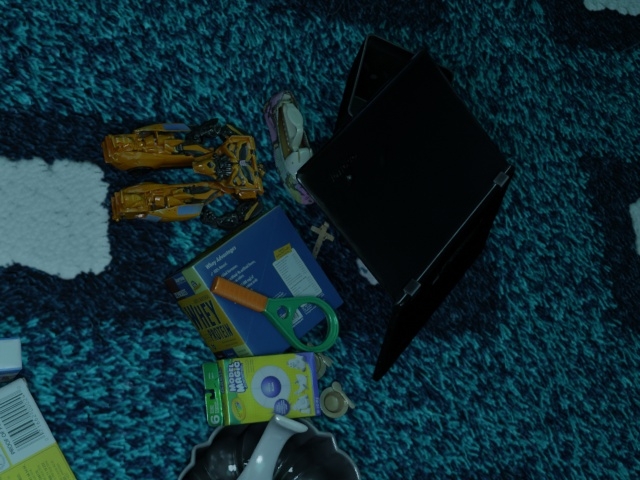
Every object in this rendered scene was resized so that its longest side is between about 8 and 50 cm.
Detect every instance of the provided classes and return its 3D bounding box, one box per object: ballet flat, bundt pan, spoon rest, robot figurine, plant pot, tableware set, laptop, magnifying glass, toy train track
[{"bbox_3d":[-0.049,-0.177,1.935,0.077,0.079,0.221,-10,75,-28],"label":"ballet flat"},{"bbox_3d":[-0.093,0.443,1.654,0.331,0.124,0.330,9,67,-21],"label":"bundt pan"},{"bbox_3d":[-0.100,0.397,1.565,0.137,0.084,0.276,25,76,-12],"label":"spoon rest"},{"bbox_3d":[-0.226,-0.117,1.829,0.291,0.085,0.211,-6,77,-26],"label":"robot figurine"},{"bbox_3d":[0.120,-0.247,1.986,0.187,0.167,0.188,22,64,-16],"label":"plant pot"},{"bbox_3d":[-0.029,0.266,1.809,0.169,0.020,0.141,-32,86,-30],"label":"tableware set"},{"bbox_3d":[0.141,-0.039,1.832,0.236,0.408,0.382,33,57,16],"label":"laptop"},{"bbox_3d":[-0.071,0.113,1.682,0.231,0.026,0.092,26,68,-25],"label":"magnifying glass"},{"bbox_3d":[0.000,0.000,1.927,0.048,0.014,0.083,27,63,-12],"label":"toy train track"}]

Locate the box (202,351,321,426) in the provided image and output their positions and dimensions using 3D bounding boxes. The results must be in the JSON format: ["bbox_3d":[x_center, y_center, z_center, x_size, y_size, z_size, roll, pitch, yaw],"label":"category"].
[{"bbox_3d":[-0.093,0.231,1.634,0.179,0.043,0.105,-3,80,-23],"label":"box"}]

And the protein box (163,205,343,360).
[{"bbox_3d":[-0.112,0.085,1.758,0.200,0.136,0.201,-38,98,-30],"label":"protein box"}]

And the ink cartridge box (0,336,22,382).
[{"bbox_3d":[-0.502,0.184,1.572,0.089,0.122,0.052,-3,76,-24],"label":"ink cartridge box"}]

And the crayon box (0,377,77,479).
[{"bbox_3d":[-0.534,0.361,1.512,0.319,0.081,0.202,-26,84,-30],"label":"crayon box"}]
